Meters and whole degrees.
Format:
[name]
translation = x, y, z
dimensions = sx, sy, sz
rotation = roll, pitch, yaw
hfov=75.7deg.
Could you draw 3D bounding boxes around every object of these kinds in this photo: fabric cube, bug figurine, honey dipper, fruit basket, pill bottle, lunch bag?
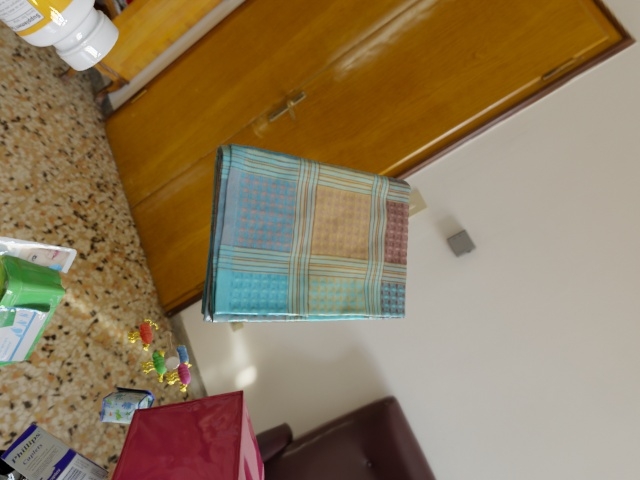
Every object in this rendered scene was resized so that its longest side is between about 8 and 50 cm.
[fabric cube]
translation = -0.267, 0.523, 0.871
dimensions = 0.254, 0.258, 0.258
rotation = -104, -175, -63
[bug figurine]
translation = -0.518, 0.391, 1.396
dimensions = 0.216, 0.072, 0.279
rotation = 50, -4, 44
[honey dipper]
translation = -0.326, 0.229, 0.891
dimensions = 0.030, 0.030, 0.160
rotation = 52, -11, -24
[fruit basket]
translation = -0.661, 0.119, 0.702
dimensions = 0.165, 0.327, 0.353
rotation = 43, 15, 28
[pill bottle]
translation = -0.427, -0.379, 0.598
dimensions = 0.246, 0.136, 0.136
rotation = 49, 19, -53
[lunch bag]
translation = -0.654, 0.557, 1.411
dimensions = 0.151, 0.128, 0.097
rotation = 122, -25, -83

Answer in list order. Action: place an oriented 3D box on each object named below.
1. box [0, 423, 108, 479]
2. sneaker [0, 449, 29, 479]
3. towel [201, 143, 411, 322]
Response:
[box]
translation = -0.508, 0.434, 0.796
dimensions = 0.072, 0.137, 0.126
rotation = -57, 152, -36
[sneaker]
translation = -0.715, 0.600, 0.974
dimensions = 0.222, 0.118, 0.083
rotation = 40, 22, -5
[towel]
translation = 0.000, 0.000, 0.690
dimensions = 0.369, 0.040, 0.272
rotation = 6, 85, -28
